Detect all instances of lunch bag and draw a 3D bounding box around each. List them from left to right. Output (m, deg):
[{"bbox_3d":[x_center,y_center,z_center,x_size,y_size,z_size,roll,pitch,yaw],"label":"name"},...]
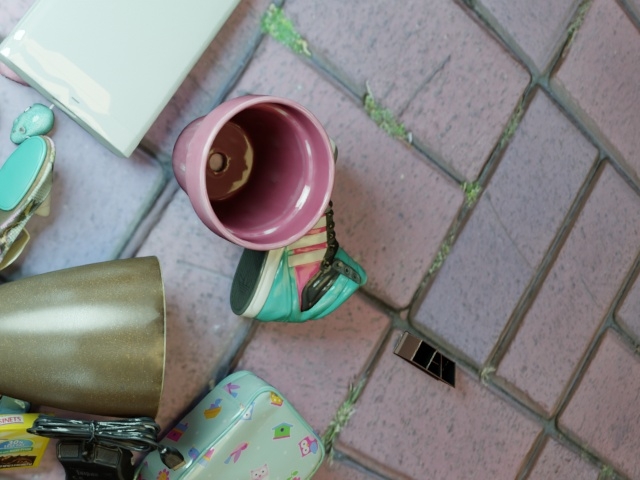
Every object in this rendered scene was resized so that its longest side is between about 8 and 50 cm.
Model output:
[{"bbox_3d":[-0.138,0.357,1.300,0.279,0.108,0.224,-46,126,-14],"label":"lunch bag"}]

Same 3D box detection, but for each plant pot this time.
[{"bbox_3d":[-0.327,0.124,1.085,0.230,0.215,0.215,2,101,-18],"label":"plant pot"},{"bbox_3d":[-0.110,-0.101,1.167,0.201,0.180,0.201,-9,106,-31],"label":"plant pot"}]

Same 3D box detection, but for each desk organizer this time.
[{"bbox_3d":[0.194,0.211,1.514,0.130,0.050,0.047,34,82,-34],"label":"desk organizer"}]

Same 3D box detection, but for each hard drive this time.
[{"bbox_3d":[-0.241,-0.289,1.103,0.203,0.040,0.307,42,72,-32],"label":"hard drive"}]

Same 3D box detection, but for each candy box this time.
[{"bbox_3d":[-0.453,0.262,1.093,0.206,0.027,0.105,4,132,-33],"label":"candy box"}]

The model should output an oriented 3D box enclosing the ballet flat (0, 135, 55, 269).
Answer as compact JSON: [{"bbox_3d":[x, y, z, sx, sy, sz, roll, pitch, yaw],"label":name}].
[{"bbox_3d":[-0.390,-0.029,1.076,0.221,0.077,0.079,-56,144,-2],"label":"ballet flat"}]

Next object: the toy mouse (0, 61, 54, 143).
[{"bbox_3d":[-0.370,-0.179,1.070,0.143,0.031,0.161,-2,102,-32],"label":"toy mouse"}]

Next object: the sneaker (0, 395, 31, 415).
[{"bbox_3d":[-0.445,0.203,1.086,0.162,0.073,0.063,23,88,-34],"label":"sneaker"}]

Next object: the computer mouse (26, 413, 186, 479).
[{"bbox_3d":[-0.263,0.285,1.145,0.262,0.184,0.060,86,10,-53],"label":"computer mouse"}]

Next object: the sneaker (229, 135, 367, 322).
[{"bbox_3d":[0.000,0.000,1.293,0.178,0.124,0.295,21,96,-30],"label":"sneaker"}]
